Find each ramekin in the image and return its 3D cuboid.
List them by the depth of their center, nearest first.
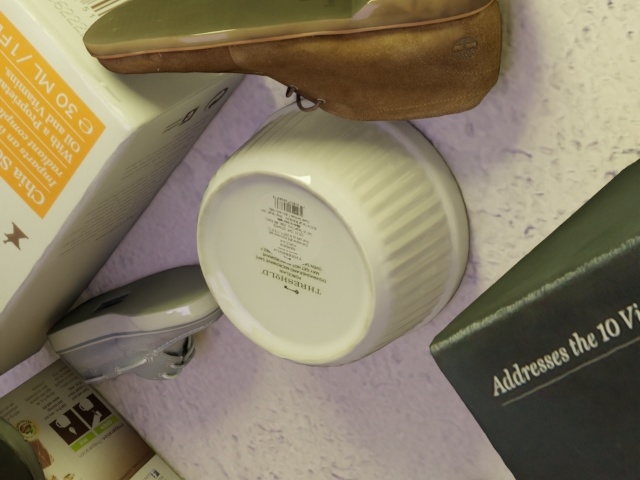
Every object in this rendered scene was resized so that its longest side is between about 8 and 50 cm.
[{"bbox_3d":[0.000,0.000,1.371,0.207,0.109,0.207,18,123,29],"label":"ramekin"}]

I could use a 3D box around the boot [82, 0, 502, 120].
[{"bbox_3d":[-0.020,-0.132,1.273,0.305,0.112,0.115,-3,124,13],"label":"boot"}]

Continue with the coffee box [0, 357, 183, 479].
[{"bbox_3d":[-0.209,0.283,1.672,0.297,0.119,0.168,44,131,9],"label":"coffee box"}]

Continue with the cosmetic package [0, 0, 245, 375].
[{"bbox_3d":[-0.277,-0.068,1.503,0.230,0.161,0.453,46,133,6],"label":"cosmetic package"}]

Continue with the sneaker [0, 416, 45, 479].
[{"bbox_3d":[-0.339,0.178,1.494,0.125,0.140,0.341,-5,132,18],"label":"sneaker"}]

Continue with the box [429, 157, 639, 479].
[{"bbox_3d":[0.407,0.107,1.004,0.480,0.297,0.472,-32,94,43],"label":"box"}]

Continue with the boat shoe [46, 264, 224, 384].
[{"bbox_3d":[-0.149,0.082,1.555,0.227,0.079,0.081,-16,113,46],"label":"boat shoe"}]
